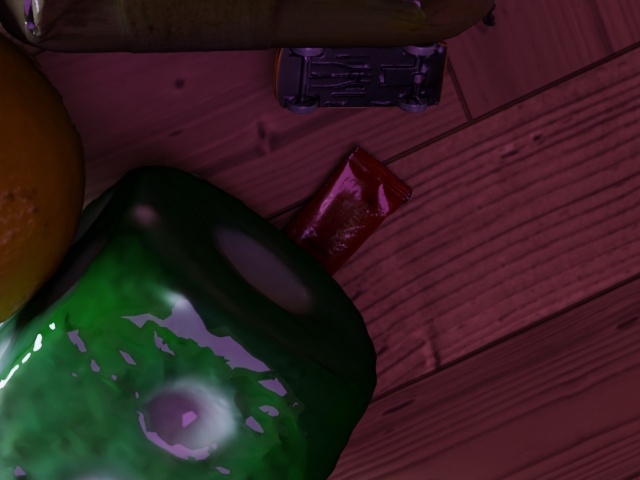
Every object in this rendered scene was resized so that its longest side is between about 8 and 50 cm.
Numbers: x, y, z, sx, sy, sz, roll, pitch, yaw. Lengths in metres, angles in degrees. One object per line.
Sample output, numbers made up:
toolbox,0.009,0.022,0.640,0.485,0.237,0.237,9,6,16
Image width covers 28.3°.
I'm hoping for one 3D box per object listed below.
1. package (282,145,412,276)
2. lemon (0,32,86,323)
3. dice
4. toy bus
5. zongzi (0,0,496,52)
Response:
package,0.000,0.000,1.286,0.083,0.022,0.200,37,103,-23
lemon,-0.340,-0.060,1.049,0.297,0.297,0.297,-4,114,-10
dice,-0.143,0.129,1.155,0.287,0.297,0.300,39,106,-18
toy bus,0.034,-0.164,1.194,0.162,0.074,0.069,-2,121,-13
zongzi,-0.022,-0.386,1.016,0.500,0.218,0.467,-2,104,-12
